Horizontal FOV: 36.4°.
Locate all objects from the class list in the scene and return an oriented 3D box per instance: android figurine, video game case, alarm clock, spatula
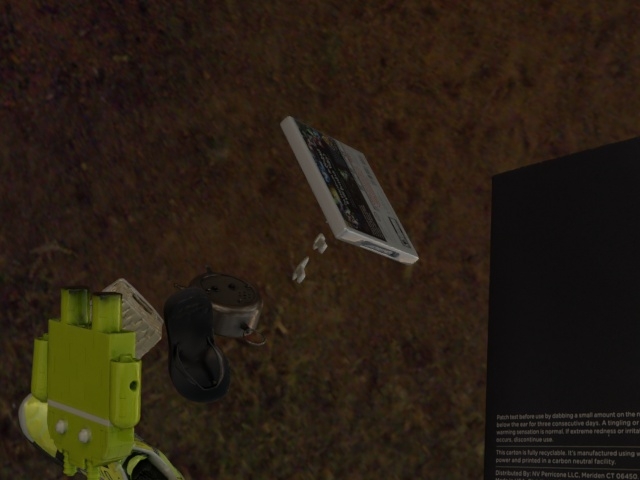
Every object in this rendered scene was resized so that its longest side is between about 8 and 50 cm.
[{"bbox_3d":[-0.328,0.203,1.366,0.056,0.248,0.273,1,95,-45],"label":"android figurine"},{"bbox_3d":[0.038,-0.062,1.256,0.022,0.190,0.173,-39,148,22],"label":"video game case"},{"bbox_3d":[-0.149,0.113,1.607,0.129,0.192,0.064,-4,126,-42],"label":"alarm clock"},{"bbox_3d":[0.000,0.000,1.626,0.019,0.242,0.168,38,91,-3],"label":"spatula"}]

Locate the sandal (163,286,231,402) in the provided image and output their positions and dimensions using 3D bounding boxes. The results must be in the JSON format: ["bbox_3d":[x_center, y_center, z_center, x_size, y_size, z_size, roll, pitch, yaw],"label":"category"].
[{"bbox_3d":[-0.194,0.180,1.519,0.097,0.054,0.254,-23,138,-13],"label":"sandal"}]

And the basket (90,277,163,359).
[{"bbox_3d":[-0.358,0.165,1.633,0.167,0.103,0.113,-40,111,0],"label":"basket"}]

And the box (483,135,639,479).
[{"bbox_3d":[0.322,0.112,0.866,0.343,0.179,0.312,18,71,-38],"label":"box"}]

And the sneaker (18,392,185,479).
[{"bbox_3d":[-0.409,0.405,1.896,0.385,0.147,0.145,33,59,-6],"label":"sneaker"}]
